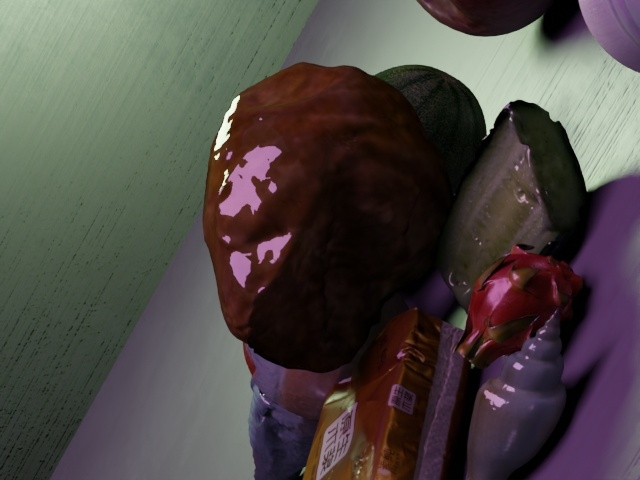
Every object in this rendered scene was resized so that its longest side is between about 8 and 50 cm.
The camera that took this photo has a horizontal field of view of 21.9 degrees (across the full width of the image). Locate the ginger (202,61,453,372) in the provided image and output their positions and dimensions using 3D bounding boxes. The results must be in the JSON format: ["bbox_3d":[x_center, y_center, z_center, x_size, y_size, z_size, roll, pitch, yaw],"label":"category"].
[{"bbox_3d":[-0.014,-0.037,1.546,0.269,0.200,0.223,-44,43,-2],"label":"ginger"}]

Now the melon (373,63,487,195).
[{"bbox_3d":[0.060,-0.061,1.765,0.287,0.182,0.182,-51,16,31],"label":"melon"}]

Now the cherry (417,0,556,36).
[{"bbox_3d":[0.200,-0.340,1.785,0.239,0.206,0.239,-31,-19,-12],"label":"cherry"}]

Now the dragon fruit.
[{"bbox_3d":[0.158,0.059,1.348,0.116,0.081,0.086,-48,-6,7],"label":"dragon fruit"}]

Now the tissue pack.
[{"bbox_3d":[0.053,0.195,1.469,0.183,0.092,0.226,-49,20,44],"label":"tissue pack"}]

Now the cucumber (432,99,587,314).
[{"bbox_3d":[0.175,-0.019,1.459,0.086,0.115,0.193,-11,-38,-46],"label":"cucumber"}]

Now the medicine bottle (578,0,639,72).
[{"bbox_3d":[0.302,-0.207,1.184,0.152,0.152,0.254,-64,13,-11],"label":"medicine bottle"}]

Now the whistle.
[{"bbox_3d":[-0.020,0.147,1.716,0.189,0.189,0.348,-80,11,-54],"label":"whistle"}]

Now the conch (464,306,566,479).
[{"bbox_3d":[0.149,0.126,1.283,0.088,0.065,0.180,-97,28,-66],"label":"conch"}]
